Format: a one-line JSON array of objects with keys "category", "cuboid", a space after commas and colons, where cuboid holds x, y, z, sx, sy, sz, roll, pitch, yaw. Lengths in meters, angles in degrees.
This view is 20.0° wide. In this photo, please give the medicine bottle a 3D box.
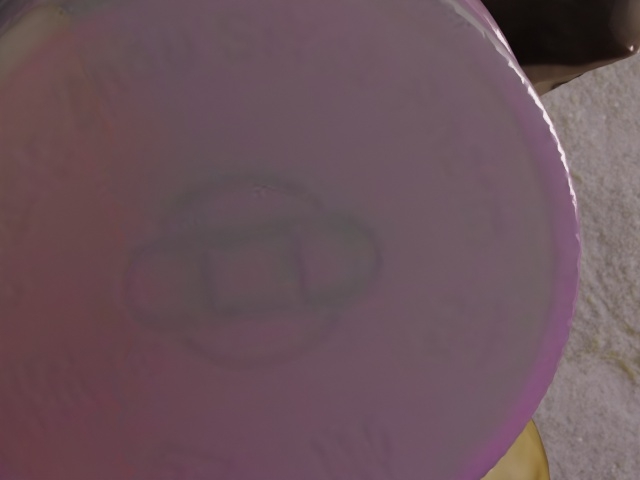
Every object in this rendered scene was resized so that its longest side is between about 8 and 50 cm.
[{"category": "medicine bottle", "cuboid": [-0.026, -0.031, 0.500, 0.254, 0.152, 0.152, -103, 180, -71]}]

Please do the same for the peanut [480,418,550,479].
[{"category": "peanut", "cuboid": [0.024, 0.123, 0.885, 0.340, 0.158, 0.174, -173, -90, -75]}]

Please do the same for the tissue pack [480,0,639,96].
[{"category": "tissue pack", "cuboid": [0.013, -0.280, 0.693, 0.375, 0.195, 0.390, 33, -62, 48]}]
